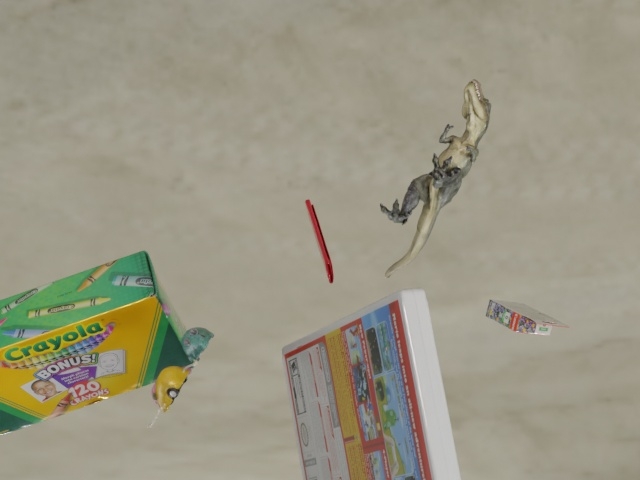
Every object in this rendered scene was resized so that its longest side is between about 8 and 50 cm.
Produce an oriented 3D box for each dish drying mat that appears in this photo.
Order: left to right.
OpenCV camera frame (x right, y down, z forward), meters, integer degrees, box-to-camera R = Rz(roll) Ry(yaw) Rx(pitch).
[{"bbox_3d":[0.000,0.000,1.355,0.008,0.083,0.032,-15,140,-4],"label":"dish drying mat"}]

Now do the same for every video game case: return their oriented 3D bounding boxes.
[{"bbox_3d":[0.039,0.168,1.243,0.025,0.204,0.285,-6,169,-23],"label":"video game case"}]

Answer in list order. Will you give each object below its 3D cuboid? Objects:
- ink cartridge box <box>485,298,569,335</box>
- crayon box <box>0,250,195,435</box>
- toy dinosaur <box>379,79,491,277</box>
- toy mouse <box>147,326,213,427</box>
[{"bbox_3d":[0.292,0.114,2.018,0.062,0.029,0.115,8,-169,-30],"label":"ink cartridge box"},{"bbox_3d":[-0.318,0.132,1.811,0.278,0.081,0.165,-19,139,1],"label":"crayon box"},{"bbox_3d":[0.132,-0.061,1.689,0.064,0.268,0.118,32,-166,17],"label":"toy dinosaur"},{"bbox_3d":[-0.166,0.148,1.688,0.031,0.143,0.161,31,125,-2],"label":"toy mouse"}]
